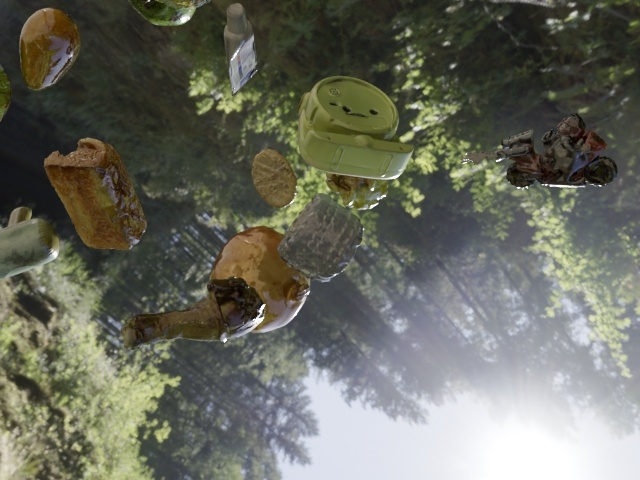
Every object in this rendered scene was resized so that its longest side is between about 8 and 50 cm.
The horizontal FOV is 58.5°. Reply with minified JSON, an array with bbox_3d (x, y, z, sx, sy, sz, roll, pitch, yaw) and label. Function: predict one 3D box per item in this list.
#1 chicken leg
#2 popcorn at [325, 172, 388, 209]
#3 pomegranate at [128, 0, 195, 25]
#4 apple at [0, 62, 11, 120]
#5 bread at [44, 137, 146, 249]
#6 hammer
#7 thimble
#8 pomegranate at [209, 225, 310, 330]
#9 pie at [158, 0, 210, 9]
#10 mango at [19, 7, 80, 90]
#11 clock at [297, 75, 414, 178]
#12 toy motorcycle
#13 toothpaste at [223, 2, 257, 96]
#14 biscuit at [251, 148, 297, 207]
[{"bbox_3d":[-0.291,0.183,1.424,0.140,0.361,0.211,49,-53,37],"label":"chicken leg"},{"bbox_3d":[0.142,-0.234,2.011,0.195,0.256,0.255,14,-142,39],"label":"popcorn"},{"bbox_3d":[-0.450,-0.697,1.580,0.211,0.211,0.263,-25,-160,27],"label":"pomegranate"},{"bbox_3d":[-0.777,-0.308,1.161,0.246,0.246,0.226,-6,-132,47],"label":"apple"},{"bbox_3d":[-0.609,-0.126,1.589,0.195,0.344,0.148,3,-134,7],"label":"bread"},{"bbox_3d":[-0.747,-0.015,1.397,0.202,0.113,0.305,-19,-151,-15],"label":"hammer"},{"bbox_3d":[0.000,0.000,1.565,0.236,0.172,0.205,-47,-169,35],"label":"thimble"},{"bbox_3d":[-0.214,0.149,2.136,0.411,0.411,0.411,-30,-151,19],"label":"pomegranate"},{"bbox_3d":[-0.240,-0.482,0.885,0.201,0.248,0.090,-35,-142,33],"label":"pie"},{"bbox_3d":[-0.526,-0.370,1.109,0.111,0.089,0.163,-35,164,-44],"label":"mango"},{"bbox_3d":[0.080,-0.322,1.527,0.117,0.286,0.348,113,-24,-46],"label":"clock"},{"bbox_3d":[0.595,-0.238,1.572,0.401,0.207,0.134,0,-150,23],"label":"toy motorcycle"},{"bbox_3d":[-0.202,-0.484,1.445,0.099,0.068,0.282,-25,164,-12],"label":"toothpaste"},{"bbox_3d":[-0.166,-0.217,2.018,0.220,0.219,0.033,-9,-168,45],"label":"biscuit"}]
